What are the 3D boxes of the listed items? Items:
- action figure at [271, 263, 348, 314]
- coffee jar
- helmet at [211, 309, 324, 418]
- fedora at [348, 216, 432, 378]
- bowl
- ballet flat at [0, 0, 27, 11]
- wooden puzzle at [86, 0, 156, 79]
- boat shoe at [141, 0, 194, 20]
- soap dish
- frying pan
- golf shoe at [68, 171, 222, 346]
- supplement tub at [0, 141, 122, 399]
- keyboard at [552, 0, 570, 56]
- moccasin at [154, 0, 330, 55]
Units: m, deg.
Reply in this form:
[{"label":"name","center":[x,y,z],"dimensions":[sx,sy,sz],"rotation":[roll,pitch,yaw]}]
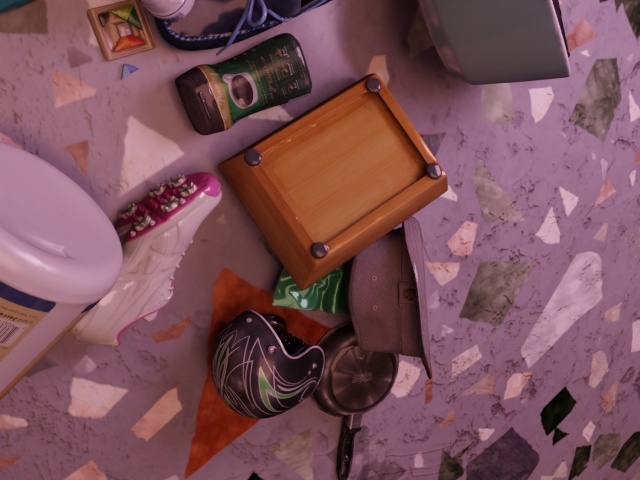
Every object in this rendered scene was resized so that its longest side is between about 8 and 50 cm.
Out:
[{"label":"action figure","center":[0.000,0.000,0.917],"dimensions":[0.137,0.063,0.233],"rotation":[9,94,-25]},{"label":"coffee jar","center":[-0.110,-0.224,0.796],"dimensions":[0.184,0.079,0.096],"rotation":[-27,117,-17]},{"label":"helmet","center":[-0.093,0.195,0.871],"dimensions":[0.161,0.169,0.170],"rotation":[9,100,-43]},{"label":"fedora","center":[0.112,0.095,0.928],"dimensions":[0.124,0.244,0.276],"rotation":[-4,101,6]},{"label":"bowl","center":[0.247,-0.363,0.832],"dimensions":[0.163,0.312,0.312],"rotation":[-19,118,26]},{"label":"ballet flat","center":[-0.347,-0.343,0.670],"dimensions":[0.232,0.080,0.073],"rotation":[-27,86,-19]},{"label":"wooden puzzle","center":[-0.268,-0.286,0.743],"dimensions":[0.078,0.014,0.117],"rotation":[-30,114,-15]},{"label":"boat shoe","center":[-0.193,-0.408,0.667],"dimensions":[0.095,0.084,0.259],"rotation":[-5,88,10]},{"label":"soap dish","center":[0.029,-0.099,0.831],"dimensions":[0.290,0.118,0.229],"rotation":[-34,89,-12]},{"label":"frying pan","center":[0.042,0.303,1.031],"dimensions":[0.197,0.053,0.327],"rotation":[24,90,-27]},{"label":"golf shoe","center":[-0.249,0.029,0.794],"dimensions":[0.306,0.115,0.140],"rotation":[-40,125,-1]},{"label":"supplement tub","center":[-0.407,0.066,0.615],"dimensions":[0.316,0.228,0.228],"rotation":[-43,118,10]},{"label":"keyboard","center":[0.361,-0.459,0.904],"dimensions":[0.317,0.033,0.202],"rotation":[36,49,-53]},{"label":"moccasin","center":[-0.067,-0.367,0.755],"dimensions":[0.341,0.117,0.138],"rotation":[-32,114,-13]}]
